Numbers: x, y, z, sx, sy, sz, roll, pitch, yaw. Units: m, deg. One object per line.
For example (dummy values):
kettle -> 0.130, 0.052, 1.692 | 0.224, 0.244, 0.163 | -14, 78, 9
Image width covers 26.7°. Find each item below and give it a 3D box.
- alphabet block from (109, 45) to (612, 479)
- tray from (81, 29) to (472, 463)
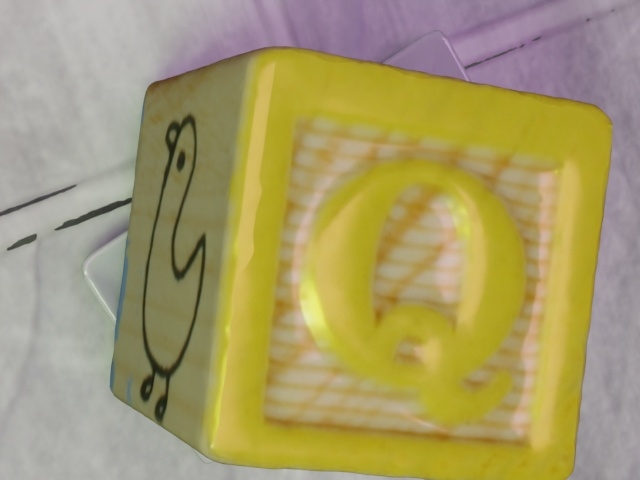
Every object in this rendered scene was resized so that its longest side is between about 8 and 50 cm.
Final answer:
alphabet block -> 0.012, 0.014, 0.703 | 0.193, 0.197, 0.192 | 6, 89, -21
tray -> 0.000, 0.000, 0.820 | 0.270, 0.030, 0.145 | -35, 104, -17
